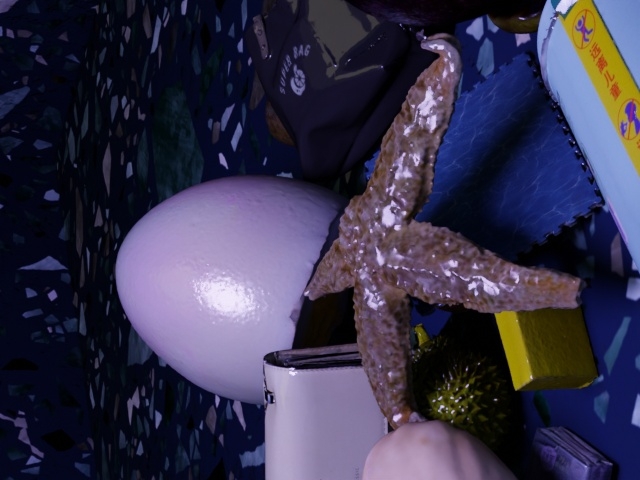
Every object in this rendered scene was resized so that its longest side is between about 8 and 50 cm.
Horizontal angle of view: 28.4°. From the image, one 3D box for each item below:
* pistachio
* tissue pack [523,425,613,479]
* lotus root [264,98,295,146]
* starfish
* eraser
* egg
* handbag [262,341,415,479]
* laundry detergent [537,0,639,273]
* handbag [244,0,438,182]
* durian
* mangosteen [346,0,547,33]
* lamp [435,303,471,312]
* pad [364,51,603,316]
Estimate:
[{"bbox_3d":[0.159,0.351,1.409,0.193,0.214,0.318,-52,54,46],"label":"pistachio"},{"bbox_3d":[0.279,0.307,1.459,0.112,0.051,0.156,-145,60,-62],"label":"tissue pack"},{"bbox_3d":[-0.034,-0.216,2.142,0.209,0.120,0.120,21,108,58],"label":"lotus root"},{"bbox_3d":[0.124,0.020,1.446,0.324,0.082,0.432,52,128,23],"label":"starfish"},{"bbox_3d":[0.259,0.110,1.462,0.045,0.097,0.122,-49,45,52],"label":"eraser"},{"bbox_3d":[-0.145,0.058,1.946,0.354,0.340,0.354,15,-90,-78],"label":"egg"},{"bbox_3d":[0.037,0.328,1.752,0.160,0.237,0.358,-163,71,-68],"label":"handbag"},{"bbox_3d":[0.345,-0.130,1.046,0.287,0.287,0.305,118,145,-45],"label":"laundry detergent"},{"bbox_3d":[0.005,-0.289,1.921,0.288,0.152,0.342,58,141,19],"label":"handbag"},{"bbox_3d":[0.166,0.209,1.622,0.198,0.146,0.159,-112,17,-57],"label":"durian"},{"bbox_3d":[0.160,-0.382,1.357,0.382,0.435,0.382,-38,30,26],"label":"mangosteen"},{"bbox_3d":[0.174,0.027,1.618,0.136,0.136,0.136,-178,90,-66],"label":"lamp"},{"bbox_3d":[0.190,-0.073,1.559,0.270,0.012,0.269,-35,50,19],"label":"pad"}]
